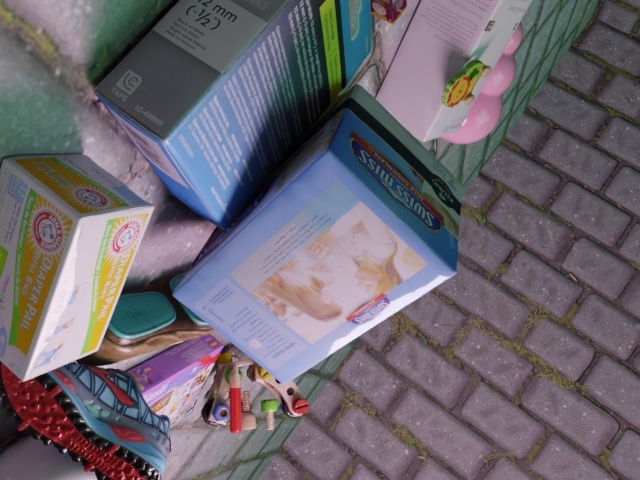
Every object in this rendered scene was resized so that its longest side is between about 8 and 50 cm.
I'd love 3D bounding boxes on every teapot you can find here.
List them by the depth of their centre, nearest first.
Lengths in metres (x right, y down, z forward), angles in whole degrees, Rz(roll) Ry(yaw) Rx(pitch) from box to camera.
[{"bbox_3d":[-0.396,0.367,0.865,0.256,0.187,0.253,-30,127,-21],"label":"teapot"}]

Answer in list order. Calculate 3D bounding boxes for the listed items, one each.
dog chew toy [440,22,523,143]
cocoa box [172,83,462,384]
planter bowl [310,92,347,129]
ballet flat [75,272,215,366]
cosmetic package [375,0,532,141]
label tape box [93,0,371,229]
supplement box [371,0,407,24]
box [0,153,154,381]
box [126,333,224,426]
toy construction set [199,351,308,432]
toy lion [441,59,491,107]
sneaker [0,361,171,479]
[{"bbox_3d":[0.377,-0.406,1.458,0.206,0.206,0.332,-31,148,-54],"label":"dog chew toy"},{"bbox_3d":[0.000,0.000,0.868,0.347,0.231,0.228,-39,-164,32],"label":"cocoa box"},{"bbox_3d":[-0.004,-0.177,1.037,0.217,0.090,0.217,-49,162,-22],"label":"planter bowl"},{"bbox_3d":[-0.251,0.129,0.946,0.124,0.116,0.342,-40,170,23],"label":"ballet flat"},{"bbox_3d":[0.286,-0.416,1.256,0.217,0.156,0.385,-27,147,-51],"label":"cosmetic package"},{"bbox_3d":[-0.077,-0.212,0.739,0.348,0.115,0.249,-54,164,-13],"label":"label tape box"},{"bbox_3d":[0.108,-0.402,0.977,0.043,0.055,0.083,-53,162,-7],"label":"supplement box"},{"bbox_3d":[-0.278,0.024,0.630,0.203,0.114,0.103,-63,162,20],"label":"box"},{"bbox_3d":[-0.324,0.308,1.145,0.293,0.057,0.201,-23,145,-60],"label":"box"},{"bbox_3d":[-0.159,0.298,1.373,0.309,0.257,0.237,91,-3,-81],"label":"toy construction set"},{"bbox_3d":[0.279,-0.305,1.169,0.096,0.034,0.100,-7,132,-50],"label":"toy lion"},{"bbox_3d":[-0.305,0.216,0.793,0.104,0.262,0.125,-32,-158,22],"label":"sneaker"}]
